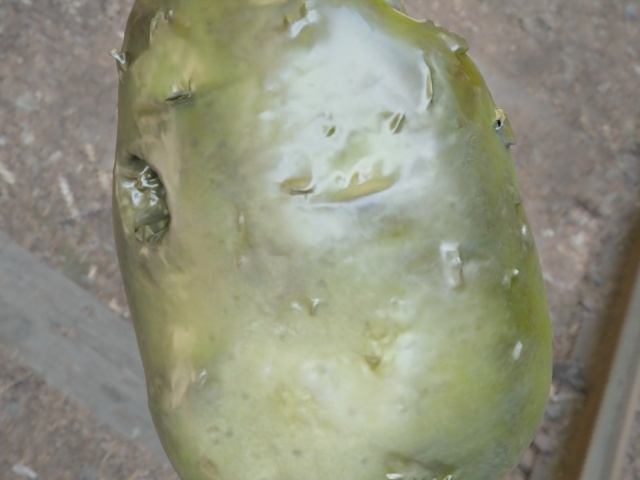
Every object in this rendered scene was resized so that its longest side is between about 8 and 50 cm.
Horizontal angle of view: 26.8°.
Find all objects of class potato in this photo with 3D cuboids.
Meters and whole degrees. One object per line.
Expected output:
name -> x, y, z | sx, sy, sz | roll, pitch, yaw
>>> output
potato -> 0.000, 0.000, 0.606 | 0.141, 0.192, 0.296 | -57, 134, -69
